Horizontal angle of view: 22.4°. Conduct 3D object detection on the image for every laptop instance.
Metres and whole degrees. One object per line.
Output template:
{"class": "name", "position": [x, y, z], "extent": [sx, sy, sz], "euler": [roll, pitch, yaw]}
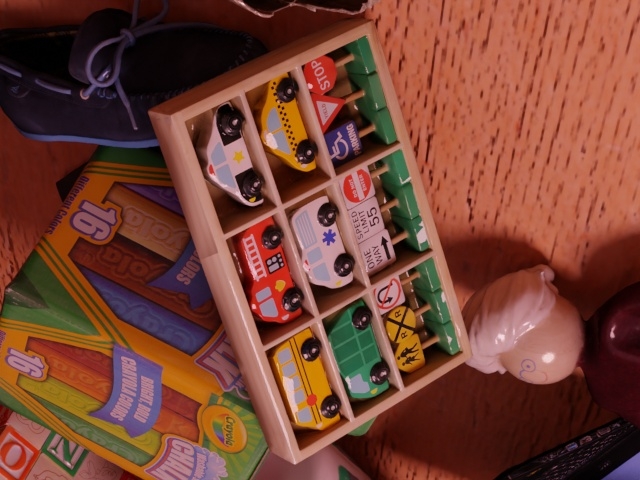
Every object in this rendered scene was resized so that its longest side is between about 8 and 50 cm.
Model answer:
{"class": "laptop", "position": [0.231, 0.245, 1.340], "extent": [0.137, 0.264, 0.234], "euler": [60, 146, 17]}

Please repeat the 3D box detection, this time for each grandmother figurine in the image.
{"class": "grandmother figurine", "position": [0.267, 0.094, 1.175], "extent": [0.342, 0.104, 0.208], "euler": [13, 132, 14]}

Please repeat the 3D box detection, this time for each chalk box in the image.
{"class": "chalk box", "position": [-0.089, 0.083, 1.259], "extent": [0.289, 0.179, 0.180], "euler": [27, 143, 1]}

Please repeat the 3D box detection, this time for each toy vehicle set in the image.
{"class": "toy vehicle set", "position": [0.000, 0.000, 1.110], "extent": [0.035, 0.166, 0.267], "euler": [17, 131, 56]}

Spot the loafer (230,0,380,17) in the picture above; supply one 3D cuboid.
{"class": "loafer", "position": [-0.056, -0.198, 1.026], "extent": [0.268, 0.092, 0.102], "euler": [5, 138, 27]}

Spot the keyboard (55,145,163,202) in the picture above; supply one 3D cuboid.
{"class": "keyboard", "position": [-0.070, -0.022, 1.297], "extent": [0.201, 0.033, 0.317], "euler": [42, 141, -20]}

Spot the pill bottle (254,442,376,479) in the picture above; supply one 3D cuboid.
{"class": "pill bottle", "position": [0.013, 0.324, 1.489], "extent": [0.204, 0.204, 0.361], "euler": [-6, 142, 36]}

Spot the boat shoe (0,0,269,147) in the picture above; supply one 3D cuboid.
{"class": "boat shoe", "position": [-0.154, -0.121, 1.169], "extent": [0.258, 0.109, 0.089], "euler": [-5, 129, 33]}

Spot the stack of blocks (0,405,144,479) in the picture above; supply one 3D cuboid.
{"class": "stack of blocks", "position": [-0.196, 0.244, 1.573], "extent": [0.297, 0.171, 0.087], "euler": [43, 141, -21]}
